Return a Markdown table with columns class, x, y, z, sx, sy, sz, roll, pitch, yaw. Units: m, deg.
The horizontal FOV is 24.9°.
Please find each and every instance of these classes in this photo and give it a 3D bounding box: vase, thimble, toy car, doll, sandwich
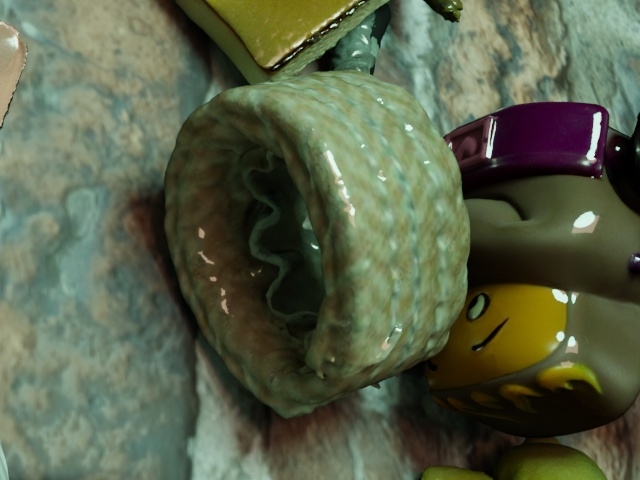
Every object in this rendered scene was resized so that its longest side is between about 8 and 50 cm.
| class | x | y | z | sx | sy | sz | roll | pitch | yaw |
| --- | --- | --- | --- | --- | --- | --- | --- | --- | --- |
| vase | 0.025 | -0.135 | 1.227 | 0.059 | 0.059 | 0.167 | 25 | 53 | -24 |
| thimble | 0.001 | -0.006 | 1.038 | 0.148 | 0.196 | 0.229 | -18 | 76 | -43 |
| toy car | 0.227 | 0.046 | 1.152 | 0.341 | 0.271 | 0.240 | 20 | 68 | -27 |
| doll | 0.134 | 0.227 | 1.095 | 0.209 | 0.097 | 0.137 | -24 | 48 | -27 |
| sandwich | -0.026 | -0.234 | 1.199 | 0.193 | 0.058 | 0.162 | -38 | 80 | -22 |

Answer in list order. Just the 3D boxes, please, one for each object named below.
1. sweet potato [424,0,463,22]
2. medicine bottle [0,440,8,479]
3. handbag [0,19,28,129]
| class | x | y | z | sx | sy | sz | roll | pitch | yaw |
| --- | --- | --- | --- | --- | --- | --- | --- | --- | --- |
| sweet potato | 0.026 | -0.353 | 1.298 | 0.158 | 0.158 | 0.369 | -32 | 97 | -44 |
| medicine bottle | -0.234 | 0.168 | 0.662 | 0.190 | 0.190 | 0.332 | 27 | 12 | -22 |
| handbag | -0.294 | -0.086 | 0.955 | 0.157 | 0.059 | 0.212 | 29 | 49 | -22 |
